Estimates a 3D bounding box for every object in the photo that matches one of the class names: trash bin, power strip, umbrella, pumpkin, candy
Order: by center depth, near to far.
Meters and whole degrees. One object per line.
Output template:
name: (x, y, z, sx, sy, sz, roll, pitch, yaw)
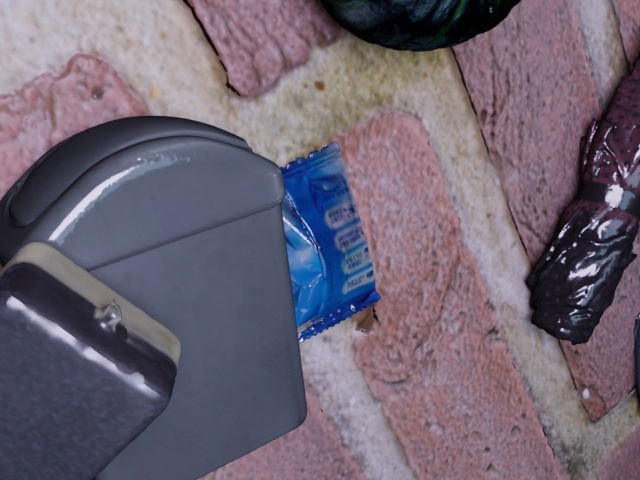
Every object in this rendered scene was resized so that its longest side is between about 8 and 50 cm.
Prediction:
power strip: (-0.187, 0.114, 0.438, 0.105, 0.070, 0.256, 39, 110, -22)
trash bin: (-0.104, 0.038, 0.525, 0.176, 0.101, 0.236, -22, 116, -28)
pumpkin: (0.071, -0.227, 0.541, 0.201, 0.140, 0.202, -8, 107, -28)
candy: (-0.001, 0.001, 0.618, 0.088, 0.038, 0.136, -24, 106, -30)
umbrella: (0.284, -0.058, 0.760, 0.090, 0.094, 0.326, 22, 92, 9)

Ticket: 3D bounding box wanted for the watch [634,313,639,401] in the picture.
watch: (0.451, 0.120, 0.931, 0.206, 0.068, 0.193, 4, 101, -32)
